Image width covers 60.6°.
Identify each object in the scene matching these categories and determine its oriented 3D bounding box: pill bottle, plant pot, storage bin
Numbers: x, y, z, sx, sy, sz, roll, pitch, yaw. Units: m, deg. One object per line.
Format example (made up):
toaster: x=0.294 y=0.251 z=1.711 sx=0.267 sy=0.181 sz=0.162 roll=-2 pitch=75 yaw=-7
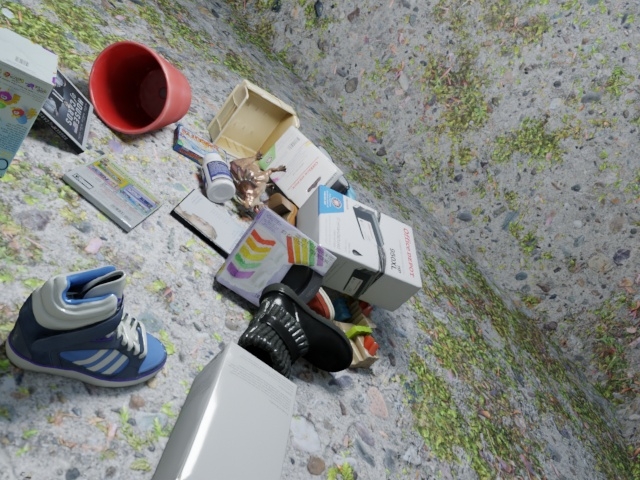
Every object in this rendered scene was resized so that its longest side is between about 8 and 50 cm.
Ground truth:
pill bottle: x=-0.347 y=-0.214 z=1.832 sx=0.094 sy=0.094 sz=0.169 roll=21 pitch=34 yaw=-42
plant pot: x=-0.551 y=-0.477 z=1.755 sx=0.275 sy=0.275 sz=0.243 roll=46 pitch=15 yaw=2
storage bin: x=-0.259 y=-0.446 z=2.137 sx=0.262 sy=0.260 sz=0.123 roll=22 pitch=29 yaw=-40

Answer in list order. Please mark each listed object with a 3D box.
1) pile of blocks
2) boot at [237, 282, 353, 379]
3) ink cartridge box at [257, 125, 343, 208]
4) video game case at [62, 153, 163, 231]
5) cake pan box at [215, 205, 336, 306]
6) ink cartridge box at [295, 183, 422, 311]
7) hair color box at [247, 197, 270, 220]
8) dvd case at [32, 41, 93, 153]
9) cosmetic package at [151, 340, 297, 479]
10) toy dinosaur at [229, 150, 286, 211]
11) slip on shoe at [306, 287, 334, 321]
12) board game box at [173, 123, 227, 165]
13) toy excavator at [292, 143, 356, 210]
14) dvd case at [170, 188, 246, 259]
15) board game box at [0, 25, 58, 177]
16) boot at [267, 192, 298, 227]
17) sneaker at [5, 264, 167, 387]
pile of blocks: x=0.116 y=0.253 z=1.801 sx=0.149 sy=0.112 sz=0.362 roll=32 pitch=27 yaw=-27
boot: x=-0.061 y=0.298 z=1.435 sx=0.348 sy=0.131 sz=0.260 roll=41 pitch=27 yaw=-16
ink cartridge box: x=-0.063 y=-0.254 z=2.058 sx=0.119 sy=0.207 sz=0.353 roll=36 pitch=10 yaw=-48
video game case: x=-0.550 y=-0.131 z=1.475 sx=0.212 sy=0.023 sz=0.193 roll=40 pitch=25 yaw=-8
cake pan box: x=-0.122 y=0.076 z=1.550 sx=0.267 sy=0.246 sz=0.070 roll=37 pitch=2 yaw=-20
ink cartridge box: x=0.123 y=0.028 z=1.818 sx=0.395 sy=0.166 sz=0.285 roll=23 pitch=42 yaw=-23
hair color box: x=-0.196 y=-0.101 z=1.952 sx=0.072 sy=0.043 sz=0.141 roll=47 pitch=26 yaw=3
dvd case: x=-0.693 y=-0.368 z=1.440 sx=0.239 sy=0.029 sz=0.179 roll=57 pitch=22 yaw=-54
cosmetic package: x=-0.182 y=0.396 z=1.066 sx=0.197 sy=0.155 sz=0.365 roll=39 pitch=26 yaw=-12
toy dinosaur: x=-0.260 y=-0.231 z=1.930 sx=0.200 sy=0.127 sz=0.295 roll=-13 pitch=38 yaw=-38
slip on shoe: x=-0.096 y=0.144 z=1.663 sx=0.331 sy=0.123 sz=0.101 roll=43 pitch=46 yaw=-3
board game box: x=-0.425 y=-0.319 z=1.945 sx=0.201 sy=0.035 sz=0.136 roll=29 pitch=29 yaw=-32
toy excavator: x=0.093 y=-0.132 z=2.286 sx=0.445 sy=0.222 sz=0.433 roll=25 pitch=32 yaw=-54
dvd case: x=-0.325 y=-0.043 z=1.687 sx=0.253 sy=0.022 sz=0.180 roll=40 pitch=25 yaw=-10
board game box: x=-0.704 y=-0.301 z=1.194 sx=0.144 sy=0.275 sz=0.142 roll=24 pitch=32 yaw=-38
boot: x=-0.102 y=-0.004 z=1.905 sx=0.220 sy=0.109 sz=0.283 roll=45 pitch=27 yaw=-44
sneaker: x=-0.385 y=0.156 z=1.024 sx=0.323 sy=0.236 sz=0.130 roll=20 pitch=35 yaw=-42
